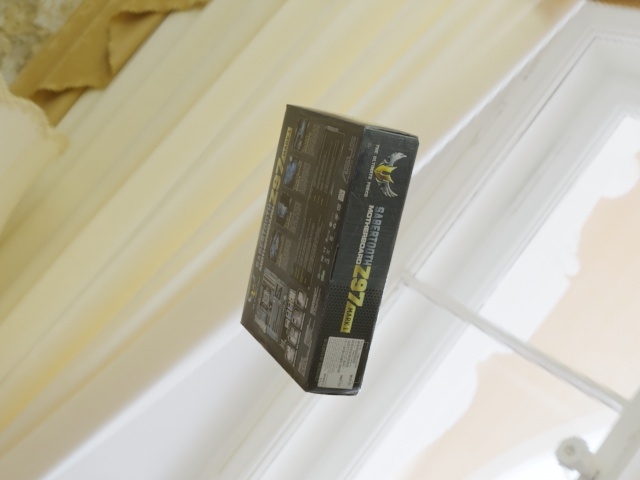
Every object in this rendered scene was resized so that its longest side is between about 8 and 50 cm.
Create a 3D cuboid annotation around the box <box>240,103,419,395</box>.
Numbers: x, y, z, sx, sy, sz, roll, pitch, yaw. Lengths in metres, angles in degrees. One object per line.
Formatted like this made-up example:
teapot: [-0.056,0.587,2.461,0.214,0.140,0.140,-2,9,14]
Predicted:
box: [0.000,0.000,0.793,0.059,0.232,0.183,9,10,-26]
